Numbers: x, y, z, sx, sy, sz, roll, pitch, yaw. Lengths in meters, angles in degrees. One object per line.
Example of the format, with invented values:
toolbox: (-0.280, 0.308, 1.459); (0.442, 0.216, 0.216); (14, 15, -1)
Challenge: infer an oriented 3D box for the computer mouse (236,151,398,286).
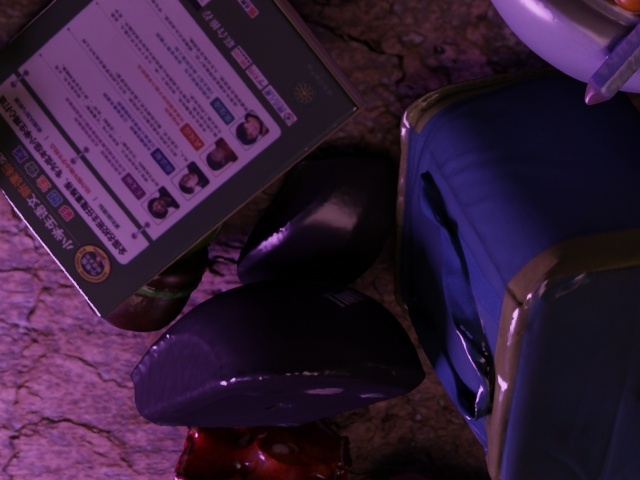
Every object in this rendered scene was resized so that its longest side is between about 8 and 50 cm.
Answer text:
computer mouse: (0.000, 0.000, 1.565); (0.099, 0.057, 0.172); (24, 124, -31)

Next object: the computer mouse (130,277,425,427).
computer mouse: (-0.035, 0.084, 1.548); (0.170, 0.100, 0.269); (6, 166, -25)

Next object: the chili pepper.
chili pepper: (-0.062, 0.252, 1.734); (0.144, 0.136, 0.253); (-26, 145, -29)

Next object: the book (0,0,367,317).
book: (-0.125, -0.097, 1.432); (0.264, 0.027, 0.202); (-39, 90, 22)

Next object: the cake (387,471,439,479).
cake: (0.155, 0.364, 1.750); (0.308, 0.230, 0.237); (16, 122, -25)

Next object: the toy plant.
toy plant: (-0.122, -0.011, 1.524); (0.092, 0.093, 0.162); (14, 122, -16)

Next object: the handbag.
handbag: (0.181, 0.031, 1.476); (0.222, 0.241, 0.263); (-11, 132, -12)

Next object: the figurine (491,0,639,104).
figurine: (0.197, -0.286, 1.317); (0.205, 0.224, 0.382); (5, 107, 31)
